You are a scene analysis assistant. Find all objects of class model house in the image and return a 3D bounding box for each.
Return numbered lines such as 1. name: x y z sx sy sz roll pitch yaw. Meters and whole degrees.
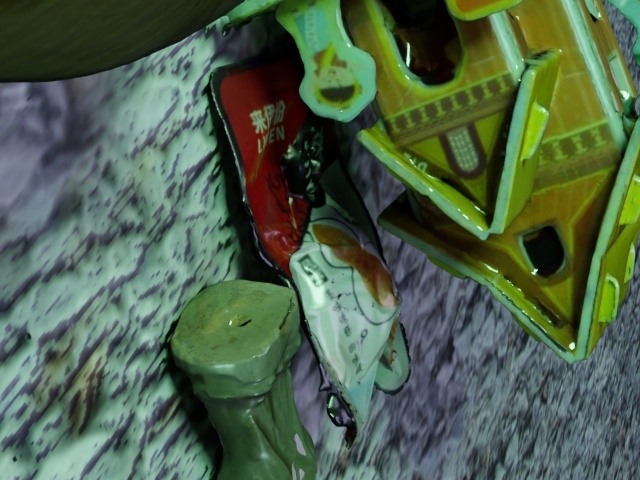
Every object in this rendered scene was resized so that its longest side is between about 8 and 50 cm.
1. model house: 0.182 -0.089 0.846 0.324 0.340 0.300 68 24 -8

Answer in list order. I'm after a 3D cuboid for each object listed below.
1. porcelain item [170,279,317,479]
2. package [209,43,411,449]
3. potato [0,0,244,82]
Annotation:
1. porcelain item: -0.038 0.133 0.810 0.081 0.069 0.216 -64 152 -51
2. package: 0.000 0.000 0.881 0.194 0.071 0.270 -44 113 -72
3. potato: -0.103 -0.174 0.421 0.221 0.243 0.326 52 22 11
